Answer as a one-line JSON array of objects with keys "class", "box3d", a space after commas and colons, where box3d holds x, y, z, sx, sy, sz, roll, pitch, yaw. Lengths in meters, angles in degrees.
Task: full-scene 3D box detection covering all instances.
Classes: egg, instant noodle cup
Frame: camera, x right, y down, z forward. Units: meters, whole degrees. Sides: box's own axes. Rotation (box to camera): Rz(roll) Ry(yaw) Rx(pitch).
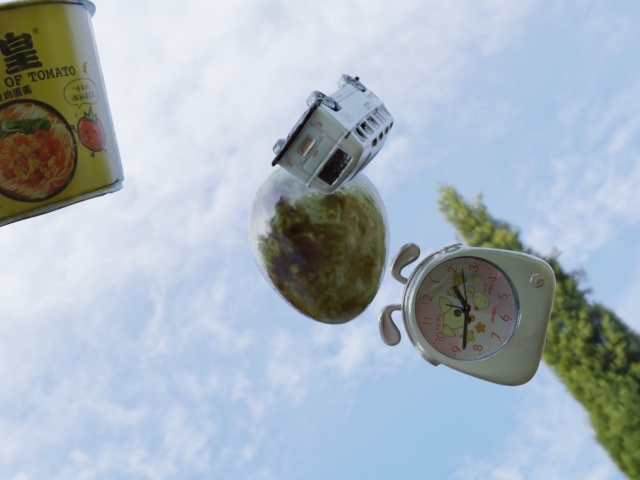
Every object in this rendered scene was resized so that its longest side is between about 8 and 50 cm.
[{"class": "egg", "box3d": [0.000, 0.000, 1.437, 0.238, 0.290, 0.238, -12, -10, -2]}, {"class": "instant noodle cup", "box3d": [-0.419, -0.154, 1.155, 0.325, 0.325, 0.254, -20, -81, -20]}]

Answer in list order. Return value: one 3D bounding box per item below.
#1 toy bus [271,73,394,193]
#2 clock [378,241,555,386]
[{"class": "toy bus", "box3d": [0.022, -0.116, 0.932, 0.087, 0.089, 0.194, -52, -1, 26]}, {"class": "clock", "box3d": [0.166, 0.078, 0.994, 0.190, 0.062, 0.152, 13, -93, 2]}]
